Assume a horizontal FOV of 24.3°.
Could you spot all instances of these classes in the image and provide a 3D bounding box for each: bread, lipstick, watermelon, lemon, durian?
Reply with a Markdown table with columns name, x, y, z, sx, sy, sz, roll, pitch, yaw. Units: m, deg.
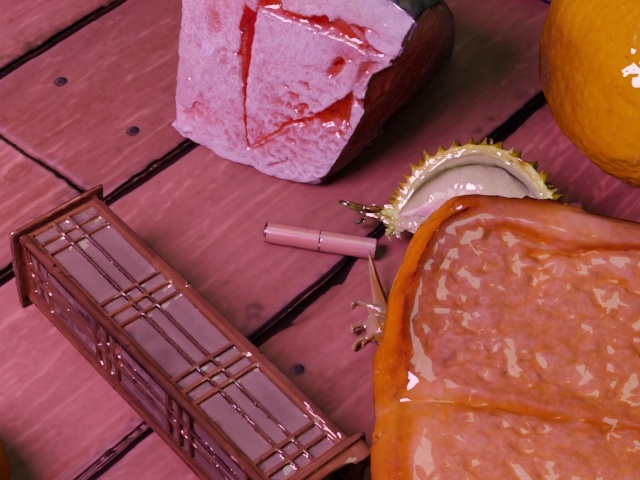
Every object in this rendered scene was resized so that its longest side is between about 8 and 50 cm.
| name | x | y | z | sx | sy | sz | roll | pitch | yaw |
| --- | --- | --- | --- | --- | --- | --- | --- | --- | --- |
| bread | 0.196 | 0.146 | 1.005 | 0.337 | 0.148 | 0.328 | 8 | 60 | -4 |
| lipstick | 0.000 | 0.000 | 1.225 | 0.094 | 0.019 | 0.019 | 10 | 48 | 5 |
| watermelon | 0.001 | -0.151 | 1.303 | 0.213 | 0.201 | 0.261 | 20 | 7 | 16 |
| lemon | 0.288 | -0.152 | 1.255 | 0.204 | 0.204 | 0.260 | -6 | 46 | -8 |
| durian | 0.123 | -0.028 | 1.204 | 0.215 | 0.086 | 0.100 | 13 | 44 | 32 |

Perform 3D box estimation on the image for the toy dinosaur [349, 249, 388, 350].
| name | x | y | z | sx | sy | sz | roll | pitch | yaw |
| --- | --- | --- | --- | --- | --- | --- | --- | --- | --- |
| toy dinosaur | 0.040 | 0.059 | 1.167 | 0.041 | 0.026 | 0.113 | -8 | 57 | -19 |

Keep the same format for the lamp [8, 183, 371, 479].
| name | x | y | z | sx | sy | sz | roll | pitch | yaw |
| --- | --- | --- | --- | --- | --- | --- | --- | --- | --- |
| lamp | -0.101 | 0.094 | 1.091 | 0.090 | 0.089 | 0.325 | -31 | 57 | -28 |

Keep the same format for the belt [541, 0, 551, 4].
| name | x | y | z | sx | sy | sz | roll | pitch | yaw |
| --- | --- | --- | --- | --- | --- | --- | --- | --- | --- |
| belt | 0.273 | -0.295 | 1.437 | 0.218 | 0.122 | 0.128 | 21 | 48 | 8 |

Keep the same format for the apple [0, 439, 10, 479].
| name | x | y | z | sx | sy | sz | roll | pitch | yaw |
| --- | --- | --- | --- | --- | --- | --- | --- | --- | --- |
| apple | -0.270 | 0.153 | 1.024 | 0.102 | 0.099 | 0.114 | -13 | 24 | -22 |
